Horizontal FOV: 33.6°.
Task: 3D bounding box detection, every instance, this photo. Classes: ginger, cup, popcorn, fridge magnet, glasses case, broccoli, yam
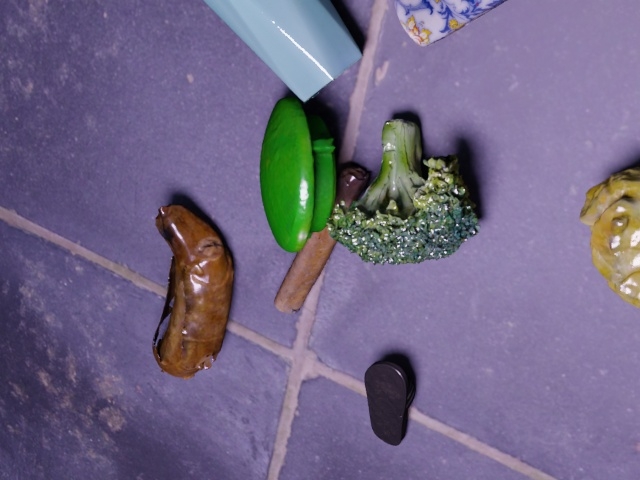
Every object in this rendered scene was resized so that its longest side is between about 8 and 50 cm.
[{"bbox_3d":[-0.196,0.094,1.620,0.133,0.107,0.309,40,129,38],"label":"ginger"},{"bbox_3d":[-0.054,-0.296,1.347,0.134,0.148,0.235,-35,96,39],"label":"cup"},{"bbox_3d":[0.401,-0.011,1.198,0.195,0.173,0.168,-22,86,30],"label":"popcorn"},{"bbox_3d":[-0.034,-0.087,1.410,0.088,0.208,0.208,-3,117,-15],"label":"fridge magnet"},{"bbox_3d":[0.195,-0.316,1.236,0.248,0.065,0.087,-27,98,36],"label":"glasses case"},{"bbox_3d":[0.108,-0.063,1.355,0.220,0.194,0.194,-17,103,58],"label":"broccoli"},{"bbox_3d":[0.000,0.000,1.498,0.046,0.046,0.264,35,124,12],"label":"yam"}]

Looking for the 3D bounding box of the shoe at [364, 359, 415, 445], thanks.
[{"bbox_3d":[0.106,0.225,1.540,0.071,0.049,0.179,23,140,26],"label":"shoe"}]
